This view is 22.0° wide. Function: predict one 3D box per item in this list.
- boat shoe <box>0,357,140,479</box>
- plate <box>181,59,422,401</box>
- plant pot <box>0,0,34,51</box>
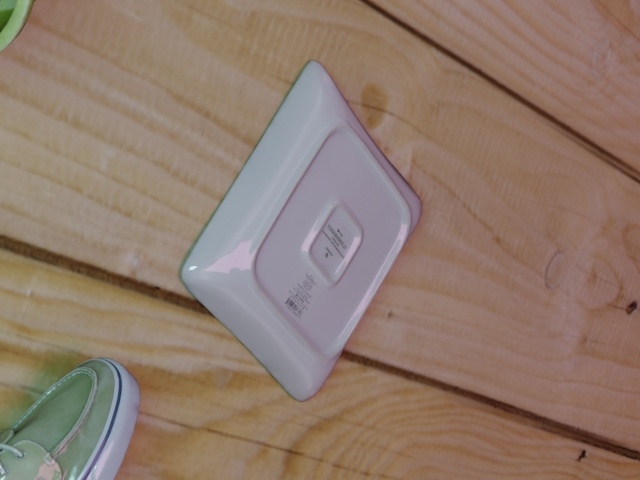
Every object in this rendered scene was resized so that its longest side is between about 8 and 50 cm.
[{"bbox_3d":[-0.270,0.221,1.438,0.302,0.109,0.094,-56,136,-17],"label":"boat shoe"},{"bbox_3d":[0.000,0.000,1.736,0.278,0.045,0.277,-59,140,-18],"label":"plate"},{"bbox_3d":[-0.226,-0.307,1.182,0.254,0.276,0.276,-43,132,-37],"label":"plant pot"}]
